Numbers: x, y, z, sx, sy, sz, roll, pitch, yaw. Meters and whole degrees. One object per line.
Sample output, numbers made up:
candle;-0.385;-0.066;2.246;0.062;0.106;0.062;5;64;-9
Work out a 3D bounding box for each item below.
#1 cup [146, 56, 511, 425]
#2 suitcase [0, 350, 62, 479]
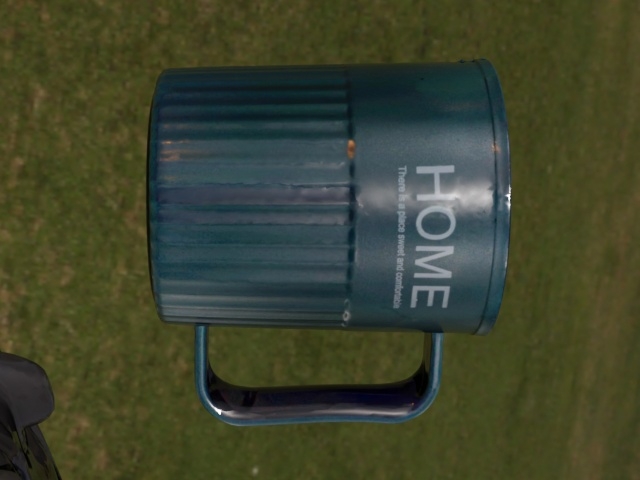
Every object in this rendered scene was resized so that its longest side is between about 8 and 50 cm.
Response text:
cup;-0.001;-0.014;1.026;0.242;0.292;0.308;-94;-174;-51
suitcase;-0.315;0.243;0.755;0.188;0.339;0.345;-110;-170;-46
